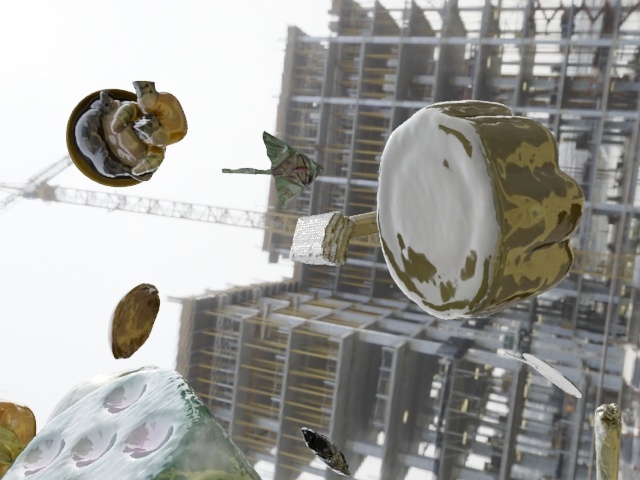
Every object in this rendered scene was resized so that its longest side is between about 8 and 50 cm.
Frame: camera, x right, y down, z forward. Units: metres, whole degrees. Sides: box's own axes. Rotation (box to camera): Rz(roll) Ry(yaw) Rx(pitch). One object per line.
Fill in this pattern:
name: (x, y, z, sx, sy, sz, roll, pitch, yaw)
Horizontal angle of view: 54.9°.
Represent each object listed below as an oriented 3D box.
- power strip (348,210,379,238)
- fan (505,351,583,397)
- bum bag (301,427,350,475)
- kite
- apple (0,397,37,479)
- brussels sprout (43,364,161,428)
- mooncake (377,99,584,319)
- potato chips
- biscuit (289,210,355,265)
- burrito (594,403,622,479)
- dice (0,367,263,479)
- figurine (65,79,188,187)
power strip: (0.118, -0.044, 1.715, 0.064, 0.306, 0.044, 66, -165, -52)
fan: (0.282, 0.165, 0.793, 0.085, 0.133, 0.005, 43, -97, -20)
bum bag: (0.012, 0.340, 0.988, 0.034, 0.058, 0.124, -51, -46, -22)
kite: (-0.115, -0.162, 1.464, 0.012, 0.250, 0.229, -76, -18, -49)
apple: (-0.602, 0.364, 1.097, 0.199, 0.199, 0.199, 8, -90, -69)
brussels sprout: (-0.485, 0.451, 1.461, 0.344, 0.344, 0.268, -33, -73, -64)
mooncake: (0.263, -0.054, 1.062, 0.201, 0.378, 0.378, -8, -70, -25)
potato chips: (-0.482, 0.196, 1.553, 0.195, 0.062, 0.208, -50, -28, -48)
biscuit: (0.000, 0.000, 1.347, 0.239, 0.062, 0.108, -3, 70, 69)
burrito: (0.573, 0.420, 1.226, 0.058, 0.045, 0.188, 4, -93, -27)
dice: (-0.262, 0.426, 0.921, 0.348, 0.330, 0.327, -36, -64, -21)
figurine: (-0.356, -0.202, 1.170, 0.167, 0.257, 0.192, -31, -70, -52)
